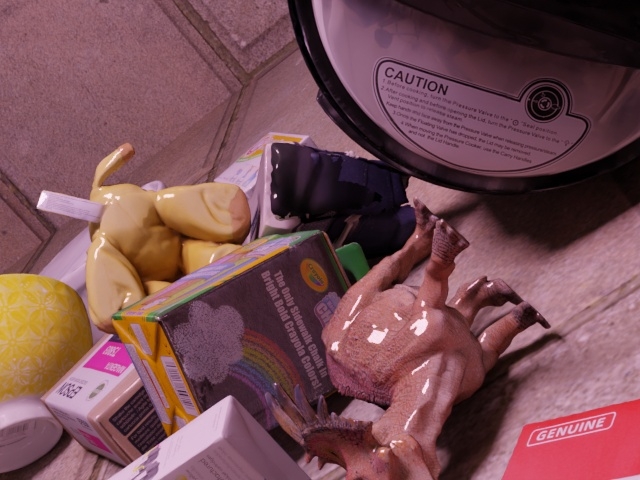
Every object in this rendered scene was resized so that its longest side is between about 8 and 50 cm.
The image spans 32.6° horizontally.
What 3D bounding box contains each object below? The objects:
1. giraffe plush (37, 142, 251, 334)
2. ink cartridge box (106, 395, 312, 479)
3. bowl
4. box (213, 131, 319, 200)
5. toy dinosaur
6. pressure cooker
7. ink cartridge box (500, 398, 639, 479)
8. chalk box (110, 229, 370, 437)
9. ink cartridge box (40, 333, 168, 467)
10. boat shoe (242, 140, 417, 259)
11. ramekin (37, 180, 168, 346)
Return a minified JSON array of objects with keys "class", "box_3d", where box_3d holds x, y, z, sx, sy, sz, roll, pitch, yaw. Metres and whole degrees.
[{"class":"giraffe plush","box_3d":[-0.170,0.021,1.088,0.181,0.210,0.170,-60,-4,-16]},{"class":"ink cartridge box","box_3d":[-0.105,0.210,0.808,0.181,0.104,0.061,-36,16,15]},{"class":"bowl","box_3d":[-0.401,0.193,1.356,0.289,0.289,0.156,-38,60,8]},{"class":"box","box_3d":[-0.045,-0.061,1.372,0.103,0.114,0.203,-42,15,-7]},{"class":"toy dinosaur","box_3d":[0.048,0.084,0.793,0.200,0.127,0.295,-46,10,5]},{"class":"pressure cooker","box_3d":[0.148,-0.236,0.911,0.370,0.375,0.420,-25,15,9]},{"class":"ink cartridge box","box_3d":[0.157,0.134,0.506,0.296,0.066,0.261,-24,24,42]},{"class":"chalk box","box_3d":[-0.046,0.074,0.946,0.213,0.132,0.132,-27,9,-26]},{"class":"ink cartridge box","box_3d":[-0.183,0.144,1.186,0.193,0.088,0.235,-45,18,-22]},{"class":"boat shoe","box_3d":[0.000,0.000,1.150,0.340,0.158,0.127,125,148,-72]},{"class":"ramekin","box_3d":[-0.300,0.043,1.635,0.273,0.127,0.273,-37,16,12]}]
